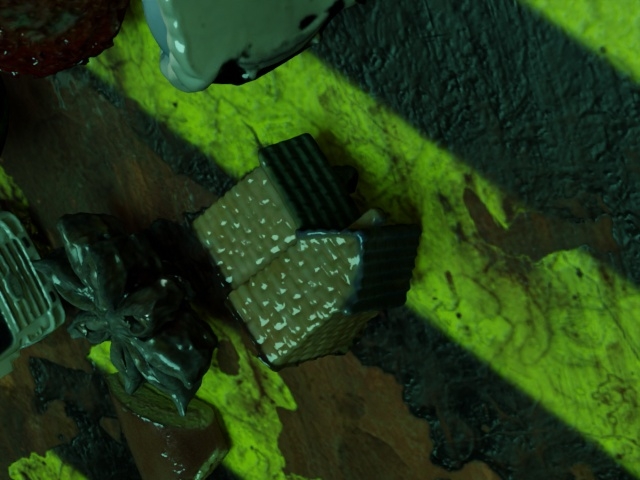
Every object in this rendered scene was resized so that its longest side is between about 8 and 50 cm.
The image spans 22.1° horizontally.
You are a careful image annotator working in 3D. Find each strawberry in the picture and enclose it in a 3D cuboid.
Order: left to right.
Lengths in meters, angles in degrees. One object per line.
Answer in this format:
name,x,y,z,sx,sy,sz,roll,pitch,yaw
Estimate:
strawberry,-0.305,-0.280,1.548,0.274,0.220,0.274,12,119,23

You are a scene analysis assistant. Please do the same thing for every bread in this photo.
bread,-0.169,0.229,1.852,0.119,0.067,0.192,-10,110,36

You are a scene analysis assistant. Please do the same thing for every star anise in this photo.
star anise,-0.195,0.065,1.751,0.223,0.109,0.236,23,145,48

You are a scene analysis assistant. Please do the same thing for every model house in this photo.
model house,0.000,0.000,1.570,0.172,0.166,0.183,-42,75,26

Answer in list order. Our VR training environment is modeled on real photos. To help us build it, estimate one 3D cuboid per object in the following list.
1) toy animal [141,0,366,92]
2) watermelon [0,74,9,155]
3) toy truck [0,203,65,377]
toy animal,-0.080,-0.243,1.442,0.156,0.208,0.204,29,145,49
watermelon,-0.460,-0.137,1.699,0.269,0.269,0.269,15,123,25
toy truck,-0.496,0.095,1.890,0.388,0.207,0.173,-14,108,37
